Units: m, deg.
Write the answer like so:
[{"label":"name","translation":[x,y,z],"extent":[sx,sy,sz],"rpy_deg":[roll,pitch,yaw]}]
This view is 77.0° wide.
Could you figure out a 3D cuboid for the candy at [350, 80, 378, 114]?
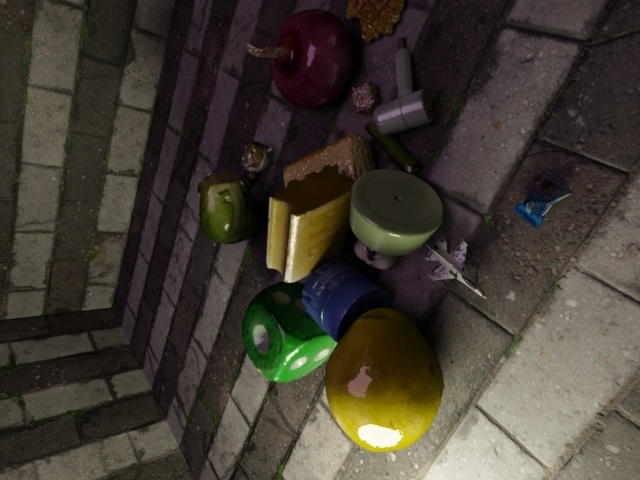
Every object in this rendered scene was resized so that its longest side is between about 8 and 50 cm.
[{"label":"candy","translation":[0.161,-0.520,1.465],"extent":[0.095,0.085,0.110],"rpy_deg":[-17,88,37]}]

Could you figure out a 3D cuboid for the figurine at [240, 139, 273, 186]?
[{"label":"figurine","translation":[-0.326,-0.352,1.934],"extent":[0.194,0.133,0.275],"rpy_deg":[63,141,46]}]

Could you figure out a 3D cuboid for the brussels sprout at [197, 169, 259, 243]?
[{"label":"brussels sprout","translation":[-0.434,-0.145,1.907],"extent":[0.371,0.275,0.315],"rpy_deg":[100,158,-52]}]

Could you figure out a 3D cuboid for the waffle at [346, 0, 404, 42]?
[{"label":"waffle","translation":[0.197,-0.858,1.448],"extent":[0.291,0.051,0.292],"rpy_deg":[2,93,45]}]

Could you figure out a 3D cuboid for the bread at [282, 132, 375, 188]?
[{"label":"bread","translation":[0.035,-0.231,1.535],"extent":[0.375,0.165,0.237],"rpy_deg":[-18,80,42]}]

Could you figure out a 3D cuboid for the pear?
[{"label":"pear","translation":[0.192,0.429,1.245],"extent":[0.362,0.362,0.419],"rpy_deg":[5,96,45]}]

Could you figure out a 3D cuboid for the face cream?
[{"label":"face cream","translation":[0.082,0.215,1.428],"extent":[0.225,0.248,0.249],"rpy_deg":[35,114,40]}]

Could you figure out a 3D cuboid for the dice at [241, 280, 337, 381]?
[{"label":"dice","translation":[-0.118,0.360,1.602],"extent":[0.297,0.299,0.287],"rpy_deg":[45,124,34]}]

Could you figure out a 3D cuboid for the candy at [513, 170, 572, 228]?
[{"label":"candy","translation":[0.591,-0.108,1.068],"extent":[0.136,0.038,0.088],"rpy_deg":[-53,42,23]}]

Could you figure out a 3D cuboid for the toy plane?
[{"label":"toy plane","translation":[0.415,0.086,1.226],"extent":[0.234,0.082,0.160],"rpy_deg":[45,111,18]}]

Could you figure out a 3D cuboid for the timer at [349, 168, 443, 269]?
[{"label":"timer","translation":[0.211,-0.026,1.327],"extent":[0.291,0.290,0.315],"rpy_deg":[54,148,31]}]

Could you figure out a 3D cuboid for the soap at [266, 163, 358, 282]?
[{"label":"soap","translation":[-0.035,-0.054,1.361],"extent":[0.156,0.293,0.335],"rpy_deg":[38,139,26]}]

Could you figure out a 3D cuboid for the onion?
[{"label":"onion","translation":[-0.049,-0.674,1.528],"extent":[0.358,0.345,0.359],"rpy_deg":[22,134,25]}]

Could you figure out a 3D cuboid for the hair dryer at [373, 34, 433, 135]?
[{"label":"hair dryer","translation":[0.272,-0.536,1.350],"extent":[0.172,0.107,0.358],"rpy_deg":[-9,71,31]}]

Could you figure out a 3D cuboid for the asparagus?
[{"label":"asparagus","translation":[0.248,-0.323,1.397],"extent":[0.278,0.060,0.067],"rpy_deg":[58,142,28]}]

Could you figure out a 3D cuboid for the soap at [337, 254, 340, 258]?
[{"label":"soap","translation":[0.000,0.000,1.639],"extent":[0.198,0.066,0.119],"rpy_deg":[25,108,42]}]
